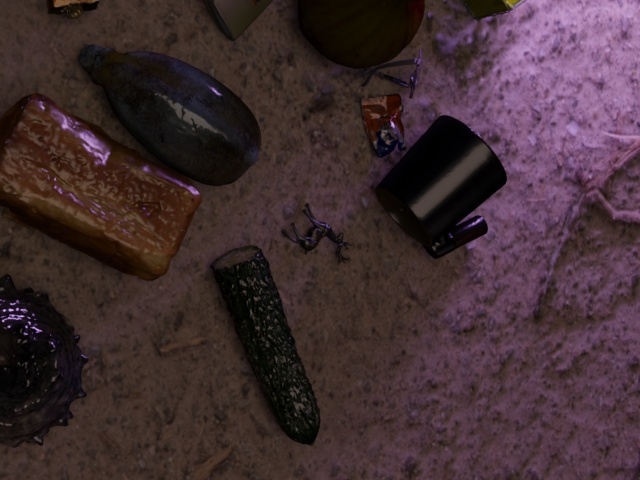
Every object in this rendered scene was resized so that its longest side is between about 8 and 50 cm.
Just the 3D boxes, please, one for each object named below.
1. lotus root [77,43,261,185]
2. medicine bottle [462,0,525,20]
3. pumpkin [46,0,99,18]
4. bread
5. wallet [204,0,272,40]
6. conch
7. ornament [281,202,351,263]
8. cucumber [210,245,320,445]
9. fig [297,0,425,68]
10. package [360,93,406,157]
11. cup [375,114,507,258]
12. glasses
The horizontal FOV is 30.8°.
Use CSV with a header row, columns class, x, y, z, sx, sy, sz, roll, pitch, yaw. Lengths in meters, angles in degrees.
class,x,y,z,sx,sy,sz,roll,pitch,yaw
lotus root,-0.237,-0.212,1.841,0.322,0.140,0.158,34,81,-19
medicine bottle,0.285,-0.528,2.040,0.141,0.137,0.250,-41,107,-15
pumpkin,-0.384,-0.370,1.798,0.074,0.083,0.053,-8,94,-19
bread,-0.356,-0.078,1.797,0.344,0.149,0.195,31,70,-21
wallet,-0.120,-0.419,1.911,0.155,0.039,0.110,-49,145,-13
conch,-0.487,0.182,1.761,0.241,0.186,0.313,-27,124,-10
ornament,0.000,0.000,2.018,0.125,0.028,0.073,43,77,-18
cucumber,-0.078,0.186,1.966,0.096,0.096,0.359,-27,106,-19
fig,0.102,-0.382,1.874,0.217,0.321,0.216,-4,100,-24
package,0.116,-0.204,2.051,0.077,0.033,0.110,-14,85,1
cup,0.229,-0.073,2.038,0.177,0.166,0.239,-44,107,-11
glasses,0.119,-0.293,2.011,0.104,0.140,0.062,12,81,4
